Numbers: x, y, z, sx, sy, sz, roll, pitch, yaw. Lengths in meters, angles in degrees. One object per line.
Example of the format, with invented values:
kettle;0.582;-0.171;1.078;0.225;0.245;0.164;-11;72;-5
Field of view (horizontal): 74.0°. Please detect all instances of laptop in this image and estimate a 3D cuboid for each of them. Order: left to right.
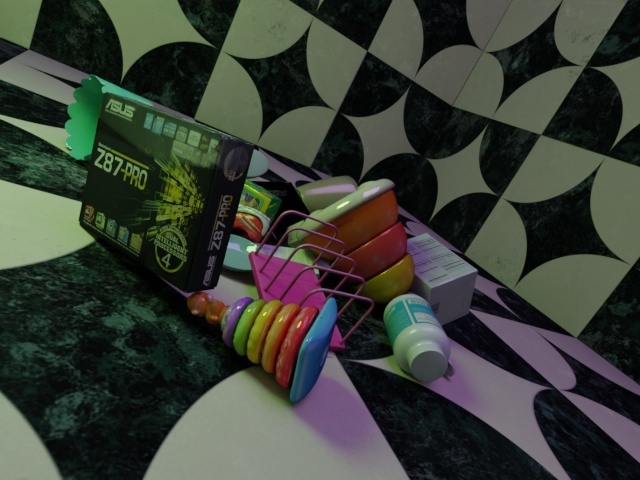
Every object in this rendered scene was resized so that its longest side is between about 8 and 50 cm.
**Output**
laptop;-0.258;-0.124;1.689;0.407;0.236;0.382;58;24;7

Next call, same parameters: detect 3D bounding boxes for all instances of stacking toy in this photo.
stacking toy;-0.131;0.171;0.837;0.302;0.165;0.175;19;30;11
stacking toy;0.173;0.079;1.342;0.479;0.351;0.350;61;19;0

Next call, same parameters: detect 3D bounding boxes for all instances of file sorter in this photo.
file sorter;-0.024;0.092;1.045;0.202;0.182;0.290;17;32;-34

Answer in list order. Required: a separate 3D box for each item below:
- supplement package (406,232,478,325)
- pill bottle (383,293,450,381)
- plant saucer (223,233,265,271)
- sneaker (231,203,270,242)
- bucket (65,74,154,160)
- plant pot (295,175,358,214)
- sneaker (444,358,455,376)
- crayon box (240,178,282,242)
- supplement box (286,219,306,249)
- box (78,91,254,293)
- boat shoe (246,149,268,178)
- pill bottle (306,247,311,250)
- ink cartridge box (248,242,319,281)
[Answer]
supplement package;0.369;0.140;1.489;0.198;0.199;0.262;-17;36;-22
pill bottle;0.260;0.262;1.147;0.146;0.146;0.264;25;17;-8
plant saucer;-0.245;0.041;1.186;0.195;0.037;0.195;21;20;-8
sneaker;-0.295;-0.061;1.328;0.279;0.118;0.107;14;-17;23
bucket;-0.677;-0.370;1.378;0.281;0.281;0.183;39;18;35
plant pot;0.005;-0.179;1.988;0.274;0.256;0.256;-3;31;-32
sneaker;0.351;0.338;1.230;0.070;0.050;0.134;8;20;-37
crayon box;-0.289;-0.132;1.441;0.279;0.165;0.081;33;17;15
supplement box;-0.072;-0.015;1.507;0.056;0.083;0.083;43;34;-41
box;-0.346;-0.113;0.911;0.395;0.318;0.097;26;13;28
boat shoe;-0.399;-0.287;1.717;0.367;0.135;0.156;-14;1;-34
pill bottle;0.000;0.000;1.612;0.103;0.103;0.184;29;16;6
ink cartridge box;-0.126;0.073;1.320;0.233;0.066;0.189;4;20;-7
